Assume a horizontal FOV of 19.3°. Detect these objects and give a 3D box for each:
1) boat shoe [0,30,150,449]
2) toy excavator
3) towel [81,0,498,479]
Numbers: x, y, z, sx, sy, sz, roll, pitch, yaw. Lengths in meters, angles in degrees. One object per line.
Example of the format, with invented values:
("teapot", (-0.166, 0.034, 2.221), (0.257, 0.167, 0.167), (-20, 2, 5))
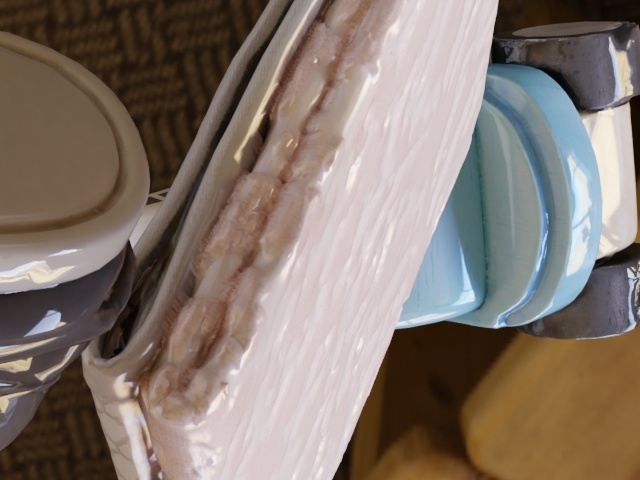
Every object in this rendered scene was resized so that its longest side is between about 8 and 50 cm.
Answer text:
("boat shoe", (-0.197, 0.008, 0.374), (0.335, 0.112, 0.095), (2, 131, -27))
("toy excavator", (-0.038, -0.029, 1.346), (0.433, 0.445, 0.222), (8, 108, 45))
("towel", (0.000, 0.000, 0.749), (0.053, 0.332, 0.317), (20, 150, 10))
